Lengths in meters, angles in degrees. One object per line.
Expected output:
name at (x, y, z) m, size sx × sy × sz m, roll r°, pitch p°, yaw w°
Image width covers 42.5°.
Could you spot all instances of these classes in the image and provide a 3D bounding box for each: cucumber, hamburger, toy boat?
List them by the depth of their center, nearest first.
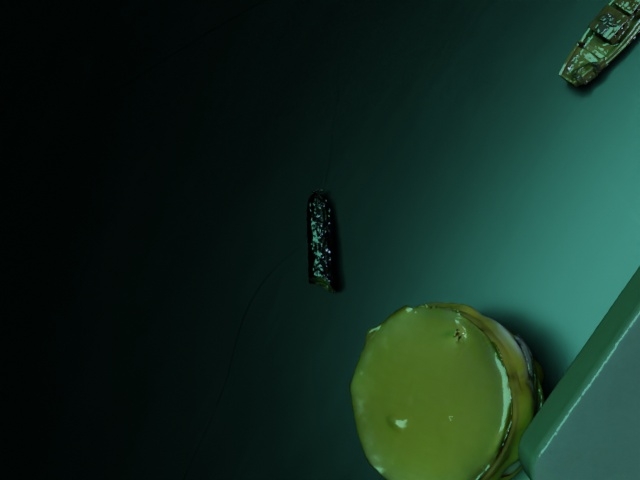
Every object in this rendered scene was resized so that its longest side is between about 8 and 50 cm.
hamburger at (0.199, 0.227, 1.177) m, size 0.276 × 0.237 × 0.276 m, roll -9°, pitch 75°, yaw 35°
toy boat at (0.431, -0.318, 1.211) m, size 0.064 × 0.072 × 0.206 m, roll 43°, pitch 104°, yaw 24°
cucumber at (0.000, 0.000, 1.413) m, size 0.053 × 0.053 × 0.181 m, roll -9°, pitch 77°, yaw 27°

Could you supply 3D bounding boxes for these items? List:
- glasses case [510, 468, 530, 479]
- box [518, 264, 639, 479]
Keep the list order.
glasses case at (0.409, 0.267, 1.142) m, size 0.128 × 0.083 × 0.308 m, roll 46°, pitch 105°, yaw 19°
box at (0.483, 0.222, 1.006) m, size 0.367 × 0.090 × 0.373 m, roll 32°, pitch 97°, yaw -6°
